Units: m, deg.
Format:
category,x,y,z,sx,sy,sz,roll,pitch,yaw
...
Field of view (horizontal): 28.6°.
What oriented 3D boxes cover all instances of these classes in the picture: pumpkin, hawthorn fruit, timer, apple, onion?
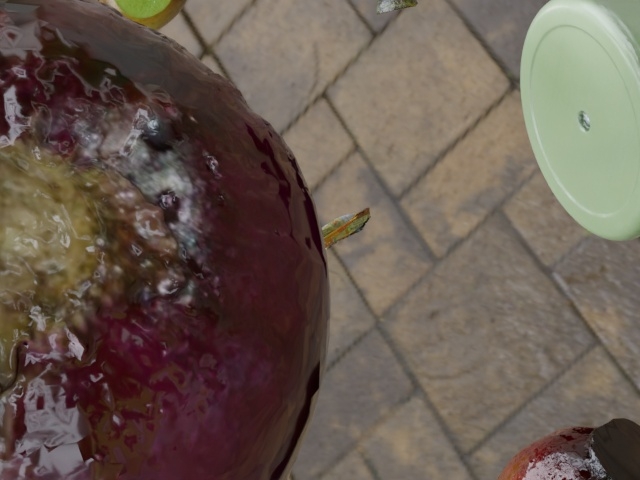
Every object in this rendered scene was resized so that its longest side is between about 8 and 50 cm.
category,x,y,z,sx,sy,sz,roll,pitch,yaw
pumpkin,0.094,-0.300,1.564,0.050,0.083,0.028,-11,98,10
hawthorn fruit,0.217,0.262,1.056,0.251,0.190,0.189,113,142,-53
timer,0.440,-0.175,1.474,0.291,0.315,0.290,164,90,-74
apple,-0.174,-0.246,1.155,0.102,0.114,0.099,-26,28,-17
onion,-0.135,0.062,0.597,0.282,0.260,0.336,-45,17,53

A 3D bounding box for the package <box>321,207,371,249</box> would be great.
category,x,y,z,sx,sy,sz,roll,pitch,yaw
package,0.001,-0.001,1.699,0.121,0.108,0.031,-29,91,48
